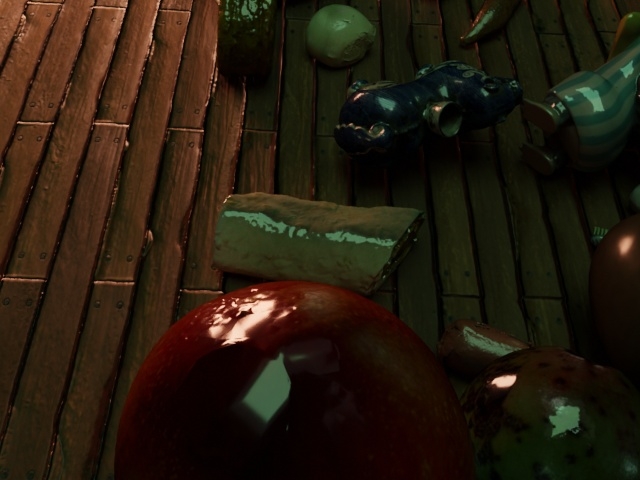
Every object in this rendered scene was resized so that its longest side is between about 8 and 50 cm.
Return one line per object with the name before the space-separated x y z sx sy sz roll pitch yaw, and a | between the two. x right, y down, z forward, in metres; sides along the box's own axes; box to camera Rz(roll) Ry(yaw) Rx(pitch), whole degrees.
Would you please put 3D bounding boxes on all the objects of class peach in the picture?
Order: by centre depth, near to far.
peach | -0.023 0.217 0.809 0.388 0.388 0.388 2 50 -3

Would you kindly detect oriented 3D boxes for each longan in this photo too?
longan | 0.481 0.078 1.027 0.243 0.300 0.300 -3 46 -37

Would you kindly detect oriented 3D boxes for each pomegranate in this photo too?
pomegranate | 0.264 0.273 0.909 0.242 0.306 0.242 -3 5 0

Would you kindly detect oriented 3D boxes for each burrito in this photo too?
burrito | 0.000 -0.002 1.166 0.299 0.105 0.143 7 46 4

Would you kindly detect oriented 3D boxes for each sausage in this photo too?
sausage | 0.225 0.153 1.070 0.141 0.076 0.076 20 51 8

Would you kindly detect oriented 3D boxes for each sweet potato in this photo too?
sweet potato | 0.366 -0.486 1.619 0.066 0.072 0.314 10 48 33

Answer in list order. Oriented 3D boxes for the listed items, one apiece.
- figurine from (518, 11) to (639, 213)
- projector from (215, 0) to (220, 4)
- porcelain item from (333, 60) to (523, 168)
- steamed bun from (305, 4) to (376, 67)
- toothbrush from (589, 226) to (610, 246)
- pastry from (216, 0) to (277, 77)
figurine | 0.568 -0.162 1.236 0.361 0.266 0.378 -31 49 -11
projector | -0.116 -0.620 1.576 0.249 0.249 0.248 -21 55 -20
porcelain item | 0.170 -0.198 1.283 0.288 0.138 0.186 -21 25 -26
steamed bun | 0.034 -0.388 1.497 0.130 0.091 0.112 -29 56 -25
toothbrush | 0.595 0.045 1.219 0.375 0.028 0.037 17 44 10
pastry | -0.130 -0.381 1.428 0.103 0.189 0.189 4 50 -5
